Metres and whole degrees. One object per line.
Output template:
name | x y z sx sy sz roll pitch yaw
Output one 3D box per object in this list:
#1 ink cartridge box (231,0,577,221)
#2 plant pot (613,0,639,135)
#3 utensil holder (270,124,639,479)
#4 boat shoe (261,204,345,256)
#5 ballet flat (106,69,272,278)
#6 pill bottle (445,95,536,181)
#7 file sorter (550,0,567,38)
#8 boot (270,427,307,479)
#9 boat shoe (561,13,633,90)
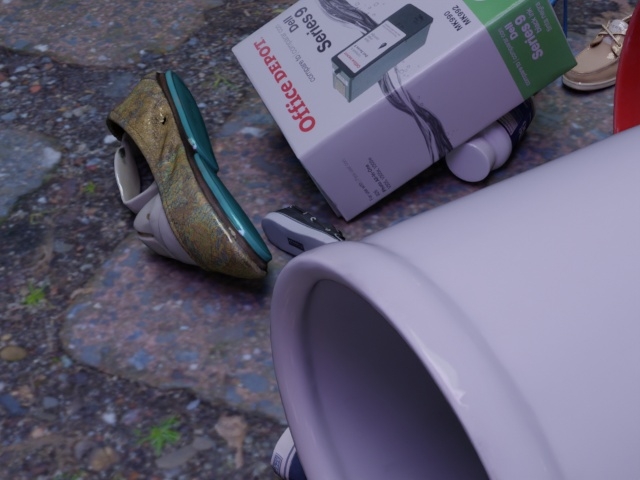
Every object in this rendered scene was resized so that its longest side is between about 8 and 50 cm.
ink cartridge box | 0.080 -0.189 1.281 0.289 0.121 0.211 -35 47 4
plant pot | 0.425 -0.110 1.130 0.243 0.275 0.275 -2 39 -6
utensil holder | 0.206 0.091 0.860 0.385 0.328 0.327 -24 42 -22
boat shoe | 0.000 0.000 1.216 0.040 0.049 0.142 -34 44 -29
ballet flat | -0.146 -0.051 1.266 0.123 0.123 0.348 -17 41 -11
pill bottle | 0.177 -0.116 1.309 0.067 0.067 0.120 14 44 24
file sorter | 0.191 -0.251 1.442 0.170 0.105 0.118 14 44 24
boot | 0.049 0.143 1.030 0.086 0.069 0.190 27 58 26
boat shoe | 0.342 -0.228 1.423 0.170 0.059 0.063 -31 45 -26
